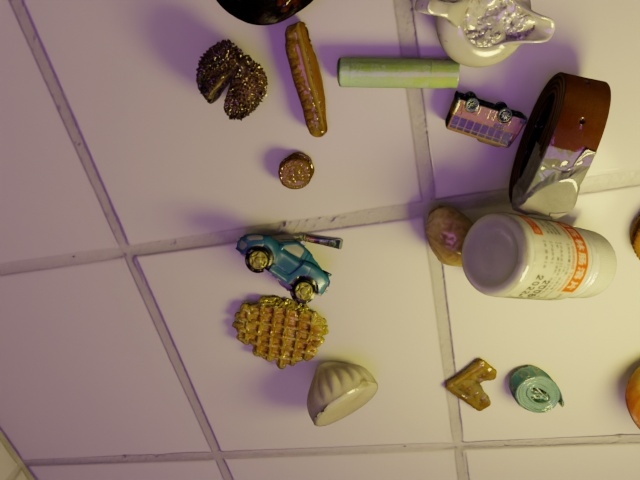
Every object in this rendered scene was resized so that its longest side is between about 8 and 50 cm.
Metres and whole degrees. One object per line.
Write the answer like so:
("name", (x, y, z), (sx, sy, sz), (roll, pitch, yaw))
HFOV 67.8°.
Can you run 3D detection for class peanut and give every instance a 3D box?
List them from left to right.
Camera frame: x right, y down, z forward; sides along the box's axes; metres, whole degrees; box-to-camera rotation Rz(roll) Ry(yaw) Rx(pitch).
("peanut", (0.423, 0.022, 1.359), (0.313, 0.149, 0.149), (31, 118, -15))

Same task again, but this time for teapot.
("teapot", (0.353, -0.501, 1.075), (0.299, 0.166, 0.209), (1, 128, -13))

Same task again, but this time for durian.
("durian", (-0.221, -0.409, 1.204), (0.195, 0.167, 0.196), (10, 153, 5))

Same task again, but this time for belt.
("belt", (0.714, 0.498, 1.593), (0.147, 0.082, 0.163), (-23, 109, 8))
("belt", (0.574, -0.223, 1.158), (0.122, 0.217, 0.339), (13, 112, 1))

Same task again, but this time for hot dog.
("hot dog", (-0.037, -0.411, 1.236), (0.068, 0.083, 0.289), (2, 119, 29))

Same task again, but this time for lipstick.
("lipstick", (0.191, -0.420, 1.195), (0.303, 0.076, 0.076), (4, 118, 7))

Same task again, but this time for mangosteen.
("mangosteen", (-0.138, -0.640, 1.049), (0.275, 0.275, 0.302), (-39, 72, 24))

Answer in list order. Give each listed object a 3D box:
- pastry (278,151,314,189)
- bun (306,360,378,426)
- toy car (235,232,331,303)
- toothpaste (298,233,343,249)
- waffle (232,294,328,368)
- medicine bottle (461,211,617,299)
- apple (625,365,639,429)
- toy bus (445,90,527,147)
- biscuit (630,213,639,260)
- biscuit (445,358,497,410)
("pastry", (-0.070, -0.197, 1.360), (0.109, 0.057, 0.097), (-39, 108, 25))
("bun", (0.054, 0.501, 1.643), (0.262, 0.175, 0.263), (-22, 147, -15))
("toy car", (-0.108, 0.060, 1.439), (0.314, 0.198, 0.166), (35, 84, -6))
("toothpaste", (0.000, 0.000, 1.474), (0.139, 0.021, 0.037), (10, 120, 0))
("waffle", (-0.140, 0.305, 1.633), (0.311, 0.060, 0.307), (40, 115, -15))
("medicine bottle", (0.567, 0.048, 1.230), (0.371, 0.211, 0.211), (6, 123, -29))
("apple", (1.082, 0.484, 1.430), (0.285, 0.286, 0.233), (-31, 116, 22))
("toy bus", (0.418, -0.305, 1.212), (0.181, 0.091, 0.103), (18, 120, 1))
("biscuit", (0.966, -0.018, 1.295), (0.220, 0.066, 0.221), (3, 119, 6))
("biscuit", (0.548, 0.498, 1.642), (0.174, 0.039, 0.183), (34, 118, -8))
